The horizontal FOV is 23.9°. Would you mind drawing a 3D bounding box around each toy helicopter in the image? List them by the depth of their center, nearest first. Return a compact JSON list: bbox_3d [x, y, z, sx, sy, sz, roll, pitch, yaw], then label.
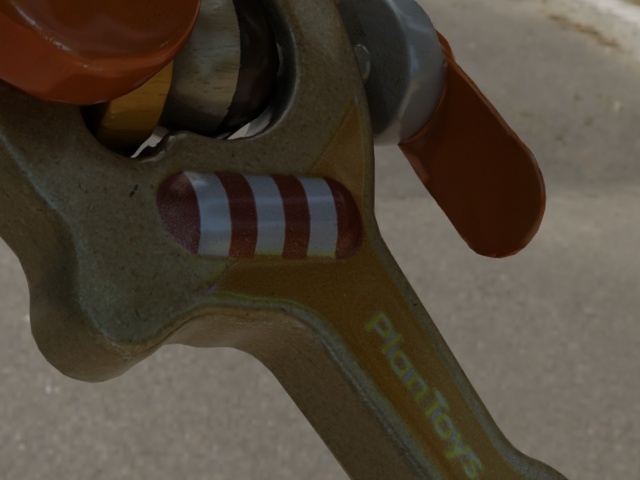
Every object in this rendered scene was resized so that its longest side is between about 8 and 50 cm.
[{"bbox_3d":[0.000,0.000,0.554,0.140,0.355,0.235,-30,6,46],"label":"toy helicopter"}]
